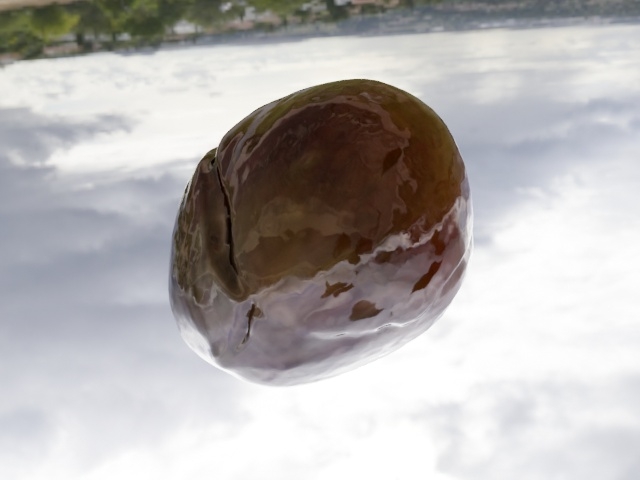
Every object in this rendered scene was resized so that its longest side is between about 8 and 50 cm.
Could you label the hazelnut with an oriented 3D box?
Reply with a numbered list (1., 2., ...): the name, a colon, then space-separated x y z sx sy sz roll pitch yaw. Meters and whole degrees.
1. hazelnut: 0.000 0.000 1.001 0.372 0.315 0.372 -46 -173 8
